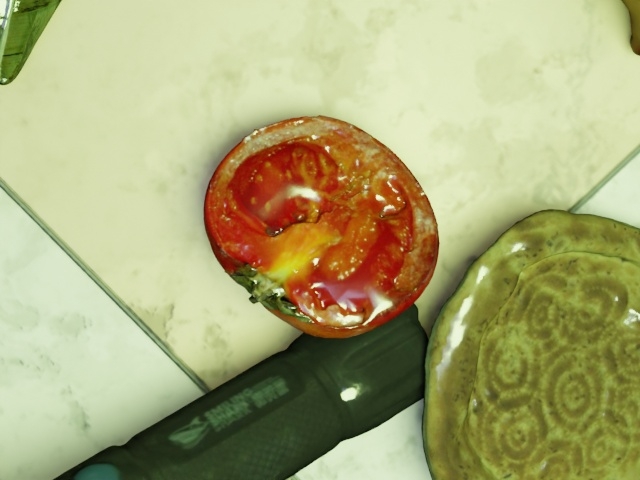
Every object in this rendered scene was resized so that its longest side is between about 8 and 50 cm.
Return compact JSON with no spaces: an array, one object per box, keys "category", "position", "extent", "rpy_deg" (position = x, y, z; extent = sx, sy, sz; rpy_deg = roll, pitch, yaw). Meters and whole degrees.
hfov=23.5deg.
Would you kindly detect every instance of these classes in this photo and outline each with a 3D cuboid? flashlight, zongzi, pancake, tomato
[{"category":"flashlight","position":[-0.100,0.160,0.993],"extent":[0.424,0.103,0.103],"rpy_deg":[-29,99,-21]},{"category":"zongzi","position":[-0.187,-0.158,1.043],"extent":[0.113,0.052,0.104],"rpy_deg":[-6,106,-15]},{"category":"pancake","position":[0.175,0.101,1.075],"extent":[0.250,0.031,0.250],"rpy_deg":[-6,104,-24]},{"category":"tomato","position":[0.000,0.000,1.042],"extent":[0.159,0.091,0.139],"rpy_deg":[35,72,10]}]

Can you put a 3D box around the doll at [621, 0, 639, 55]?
[{"category":"doll","position":[0.274,-0.298,0.988],"extent":[0.340,0.209,0.318],"rpy_deg":[-48,130,5]}]
